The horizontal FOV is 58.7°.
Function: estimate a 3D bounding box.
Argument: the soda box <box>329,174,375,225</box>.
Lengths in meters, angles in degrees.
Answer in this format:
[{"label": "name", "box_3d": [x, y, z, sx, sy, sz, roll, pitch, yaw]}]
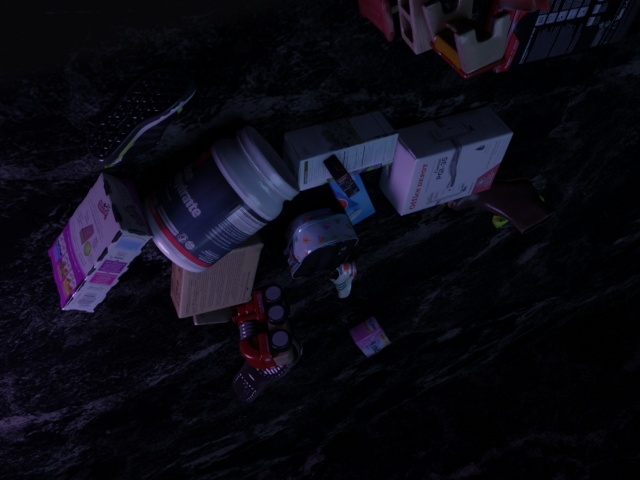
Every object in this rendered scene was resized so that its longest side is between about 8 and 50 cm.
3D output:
[{"label": "soda box", "box_3d": [0.068, -0.126, 1.394, 0.071, 0.067, 0.210, -31, 146, 1]}]

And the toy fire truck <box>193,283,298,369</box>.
[{"label": "toy fire truck", "box_3d": [-0.205, 0.243, 1.561, 0.247, 0.216, 0.158, -13, 146, 1]}]

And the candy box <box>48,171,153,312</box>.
[{"label": "candy box", "box_3d": [-0.432, 0.007, 1.106, 0.071, 0.159, 0.233, 14, 128, -48]}]

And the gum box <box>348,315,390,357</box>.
[{"label": "gum box", "box_3d": [0.189, 0.365, 2.138, 0.107, 0.062, 0.188, -31, 147, 2]}]

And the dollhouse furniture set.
[{"label": "dollhouse furniture set", "box_3d": [0.211, -0.381, 0.892, 0.201, 0.374, 0.152, -26, 142, -4]}]

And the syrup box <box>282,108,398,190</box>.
[{"label": "syrup box", "box_3d": [0.043, -0.201, 1.250, 0.237, 0.093, 0.096, -19, 146, -16]}]

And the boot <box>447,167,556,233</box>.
[{"label": "boot", "box_3d": [0.520, -0.100, 1.641, 0.249, 0.206, 0.090, -24, 146, -9]}]

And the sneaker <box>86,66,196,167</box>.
[{"label": "sneaker", "box_3d": [-0.310, -0.214, 1.004, 0.235, 0.084, 0.097, -35, 170, 10]}]

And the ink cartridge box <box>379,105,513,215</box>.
[{"label": "ink cartridge box", "box_3d": [0.310, -0.198, 1.434, 0.283, 0.117, 0.207, -18, 145, -18]}]

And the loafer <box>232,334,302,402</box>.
[{"label": "loafer", "box_3d": [-0.167, 0.400, 1.883, 0.130, 0.133, 0.366, -27, 166, -50]}]

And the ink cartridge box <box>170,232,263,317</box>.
[{"label": "ink cartridge box", "box_3d": [-0.259, 0.072, 1.388, 0.193, 0.088, 0.234, -12, 142, -27]}]

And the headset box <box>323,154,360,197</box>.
[{"label": "headset box", "box_3d": [0.043, -0.136, 1.193, 0.032, 0.062, 0.083, -34, 146, 6]}]

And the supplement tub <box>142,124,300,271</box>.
[{"label": "supplement tub", "box_3d": [-0.198, -0.081, 1.137, 0.272, 0.191, 0.191, -37, 146, 10]}]

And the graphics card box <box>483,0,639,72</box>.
[{"label": "graphics card box", "box_3d": [0.533, -0.510, 1.215, 0.371, 0.094, 0.232, -17, 144, -17]}]

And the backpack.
[{"label": "backpack", "box_3d": [0.000, 0.000, 1.427, 0.166, 0.144, 0.188, -12, 166, -22]}]

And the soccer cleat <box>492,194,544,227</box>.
[{"label": "soccer cleat", "box_3d": [0.654, -0.098, 1.892, 0.179, 0.060, 0.072, -26, 157, 6]}]

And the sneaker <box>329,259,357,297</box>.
[{"label": "sneaker", "box_3d": [0.059, 0.117, 1.731, 0.076, 0.057, 0.161, 1, 140, -13]}]
